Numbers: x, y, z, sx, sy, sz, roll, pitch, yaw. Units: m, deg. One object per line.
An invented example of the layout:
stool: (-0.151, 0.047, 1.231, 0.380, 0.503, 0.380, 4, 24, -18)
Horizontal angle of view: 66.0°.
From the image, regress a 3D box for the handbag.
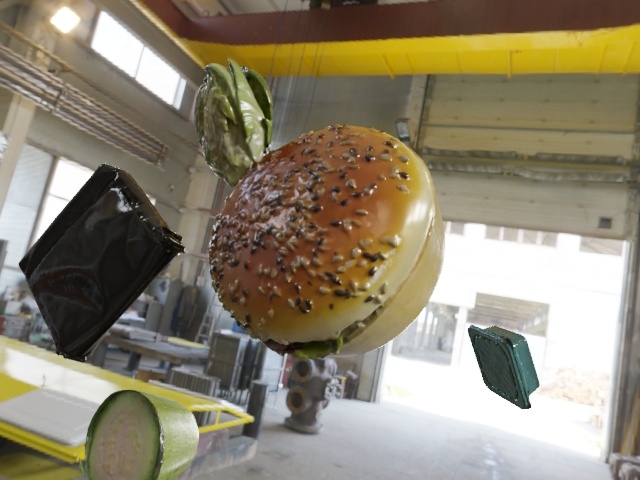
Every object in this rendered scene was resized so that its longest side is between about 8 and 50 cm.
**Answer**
handbag: (-0.333, 0.030, 0.754, 0.223, 0.247, 0.080, 45, 6, 30)

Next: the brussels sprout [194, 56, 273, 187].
brussels sprout: (-0.122, -0.165, 0.694, 0.100, 0.181, 0.139, -18, -10, -46)

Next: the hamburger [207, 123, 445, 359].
hamburger: (0.000, 0.000, 0.582, 0.300, 0.300, 0.176, 4, -22, 41)

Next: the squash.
squash: (-0.280, 0.321, 0.779, 0.170, 0.170, 0.123, 7, -11, 26)

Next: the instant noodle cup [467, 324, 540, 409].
instant noodle cup: (0.418, 0.272, 1.114, 0.070, 0.179, 0.157, -24, 11, -15)
